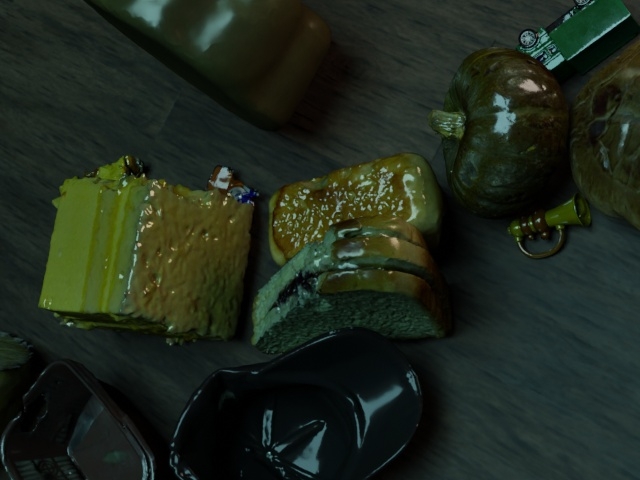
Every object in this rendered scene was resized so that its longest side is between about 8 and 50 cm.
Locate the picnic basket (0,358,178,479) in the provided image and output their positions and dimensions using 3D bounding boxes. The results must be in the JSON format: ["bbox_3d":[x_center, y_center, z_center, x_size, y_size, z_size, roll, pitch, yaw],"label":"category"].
[{"bbox_3d":[-0.327,0.333,1.818,0.297,0.129,0.222,42,101,36],"label":"picnic basket"}]

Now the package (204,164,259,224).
[{"bbox_3d":[-0.134,-0.067,1.878,0.111,0.033,0.077,23,116,41],"label":"package"}]

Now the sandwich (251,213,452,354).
[{"bbox_3d":[0.013,0.062,1.577,0.289,0.254,0.099,-8,68,20],"label":"sandwich"}]

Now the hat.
[{"bbox_3d":[-0.018,0.252,1.645,0.336,0.209,0.238,-29,79,4],"label":"hat"}]

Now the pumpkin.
[{"bbox_3d":[0.217,-0.145,1.560,0.162,0.219,0.218,6,75,-8],"label":"pumpkin"}]

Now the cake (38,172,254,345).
[{"bbox_3d":[-0.279,0.026,1.826,0.286,0.222,0.227,-1,75,42],"label":"cake"}]

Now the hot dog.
[{"bbox_3d":[0.064,-0.026,1.660,0.257,0.153,0.150,-14,72,29],"label":"hot dog"}]

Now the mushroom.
[{"bbox_3d":[0.414,-0.127,1.467,0.278,0.146,0.278,-15,66,37],"label":"mushroom"}]

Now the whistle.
[{"bbox_3d":[0.296,-0.017,1.585,0.109,0.057,0.046,-25,18,35],"label":"whistle"}]

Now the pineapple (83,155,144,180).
[{"bbox_3d":[-0.342,-0.083,2.008,0.116,0.069,0.137,36,87,41],"label":"pineapple"}]

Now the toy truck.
[{"bbox_3d":[0.335,-0.268,1.613,0.147,0.065,0.079,-35,63,18],"label":"toy truck"}]

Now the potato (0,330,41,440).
[{"bbox_3d":[-0.607,0.282,1.971,0.289,0.301,0.237,-151,64,-68],"label":"potato"}]

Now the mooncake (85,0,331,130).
[{"bbox_3d":[-0.157,-0.333,1.778,0.378,0.378,0.200,35,90,36],"label":"mooncake"}]
